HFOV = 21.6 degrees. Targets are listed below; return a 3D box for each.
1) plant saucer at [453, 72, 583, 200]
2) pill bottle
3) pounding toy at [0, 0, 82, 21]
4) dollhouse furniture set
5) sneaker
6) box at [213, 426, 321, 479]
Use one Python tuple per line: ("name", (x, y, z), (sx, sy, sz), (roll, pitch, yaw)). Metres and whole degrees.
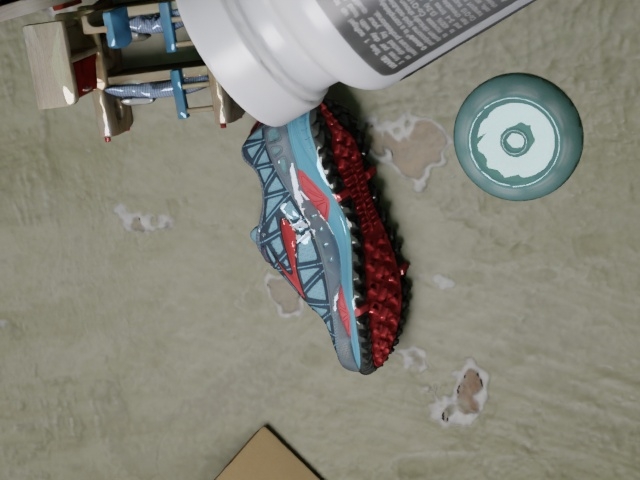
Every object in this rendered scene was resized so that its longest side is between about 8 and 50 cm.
("plant saucer", (0.178, -0.091, 1.529), (0.119, 0.021, 0.119), (4, 106, 14))
("pill bottle", (0.069, -0.256, 1.412), (0.363, 0.210, 0.210), (-29, 96, 20))
("pounding toy", (-0.269, -0.282, 1.524), (0.269, 0.154, 0.155), (-12, 102, 17))
("dollhouse furniture set", (-0.162, -0.150, 1.515), (0.129, 0.184, 0.129), (-5, 104, 16))
("sneaker", (0.000, 0.000, 1.577), (0.125, 0.104, 0.262), (-9, 99, 35))
("box", (-0.032, 0.300, 1.626), (0.201, 0.164, 0.021), (44, 142, 0))
